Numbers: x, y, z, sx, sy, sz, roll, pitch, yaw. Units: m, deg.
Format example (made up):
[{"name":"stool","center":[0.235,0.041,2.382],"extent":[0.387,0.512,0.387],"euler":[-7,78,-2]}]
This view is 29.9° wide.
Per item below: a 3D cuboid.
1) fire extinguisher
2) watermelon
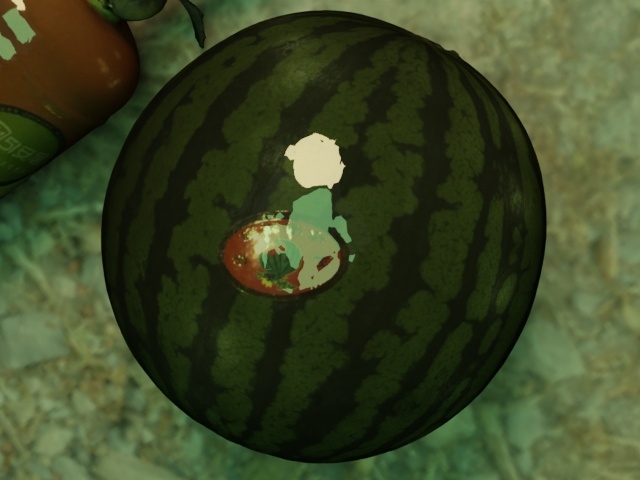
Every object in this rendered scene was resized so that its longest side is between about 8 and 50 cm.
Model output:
[{"name":"fire extinguisher","center":[-0.215,-0.068,0.599],"extent":[0.376,0.200,0.113],"euler":[-34,71,11]},{"name":"watermelon","center":[0.000,0.000,0.564],"extent":[0.212,0.212,0.212],"euler":[1,98,8]}]
